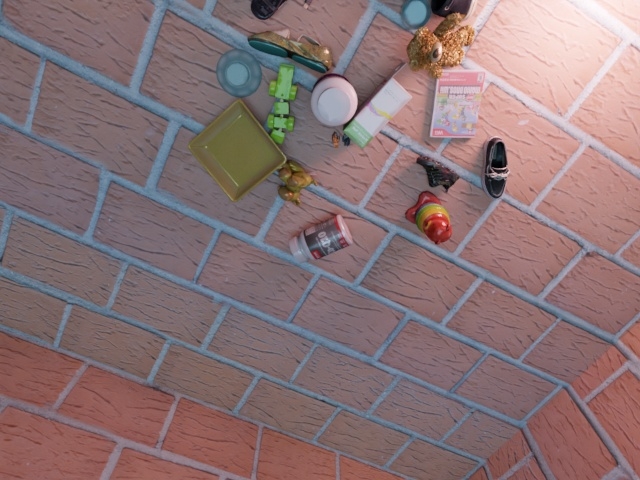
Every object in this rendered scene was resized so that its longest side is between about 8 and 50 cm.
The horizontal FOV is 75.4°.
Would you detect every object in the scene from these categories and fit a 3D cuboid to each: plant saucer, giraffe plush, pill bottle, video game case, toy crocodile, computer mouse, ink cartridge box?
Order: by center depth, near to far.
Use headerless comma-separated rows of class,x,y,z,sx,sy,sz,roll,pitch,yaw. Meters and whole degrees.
computer mouse,-0.137,-0.951,1.619,0.184,0.060,0.262,36,99,-12
plant saucer,0.381,-0.910,1.658,0.120,0.021,0.119,0,116,-1
pill bottle,0.052,-0.564,1.660,0.182,0.322,0.181,0,117,0
ink cartridge box,0.255,-0.563,1.724,0.119,0.207,0.353,41,110,-13
plant saucer,-0.347,-0.704,1.750,0.195,0.037,0.194,0,116,0
toy crocodile,-0.164,-0.581,1.784,0.115,0.105,0.339,6,112,-3
video game case,0.595,-0.595,1.813,0.204,0.025,0.284,0,117,0
plant saucer,-0.364,-0.396,1.851,0.333,0.081,0.332,-35,101,18
giraffe plush,-0.135,-0.255,1.925,0.211,0.181,0.170,5,134,-41
pill bottle,0.000,0.000,2.030,0.284,0.161,0.161,-24,114,11

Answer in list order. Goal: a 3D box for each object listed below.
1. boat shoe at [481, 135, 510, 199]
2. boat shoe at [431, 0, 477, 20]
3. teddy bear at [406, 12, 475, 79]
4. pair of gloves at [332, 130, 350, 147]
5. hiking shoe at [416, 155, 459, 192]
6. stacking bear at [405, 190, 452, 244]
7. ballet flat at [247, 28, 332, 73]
boat shoe,0.815,-0.322,1.903,0.113,0.104,0.305,-5,116,3
boat shoe,0.507,-1.064,1.487,0.156,0.186,0.499,-8,123,-18
teddy bear,0.482,-0.741,1.605,0.245,0.338,0.113,-49,66,34
pair of gloves,0.095,-0.462,1.885,0.084,0.010,0.074,-7,115,0
hiking shoe,0.530,-0.304,1.922,0.227,0.086,0.114,26,110,-13
stacking bear,0.523,-0.085,1.917,0.164,0.289,0.175,30,112,-14
ballet flat,-0.115,-0.789,1.677,0.349,0.123,0.123,17,115,-8
